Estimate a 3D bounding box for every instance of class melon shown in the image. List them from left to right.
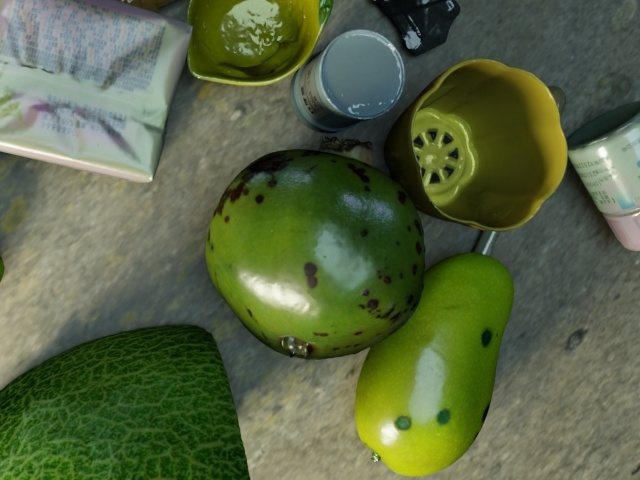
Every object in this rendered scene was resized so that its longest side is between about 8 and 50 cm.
[{"bbox_3d":[-0.257,0.264,0.846,0.344,0.226,0.331,-11,55,-14],"label":"melon"}]

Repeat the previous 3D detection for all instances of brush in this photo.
[{"bbox_3d":[0.253,-0.073,1.051,0.042,0.039,0.299,27,88,-10],"label":"brush"}]

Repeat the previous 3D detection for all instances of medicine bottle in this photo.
[{"bbox_3d":[0.420,-0.086,1.041,0.135,0.135,0.168,-34,100,-11],"label":"medicine bottle"}]

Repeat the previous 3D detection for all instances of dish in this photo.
[{"bbox_3d":[-0.076,-0.257,0.933,0.208,0.080,0.148,-40,97,-9],"label":"dish"}]

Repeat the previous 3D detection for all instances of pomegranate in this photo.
[{"bbox_3d":[0.000,0.000,0.887,0.254,0.254,0.270,14,77,-15],"label":"pomegranate"}]

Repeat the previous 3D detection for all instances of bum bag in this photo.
[{"bbox_3d":[0.099,-0.331,0.995,0.087,0.049,0.197,-36,101,14],"label":"bum bag"}]

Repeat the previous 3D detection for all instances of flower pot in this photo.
[{"bbox_3d":[0.166,-0.105,0.948,0.195,0.179,0.195,0,90,-15],"label":"flower pot"}]

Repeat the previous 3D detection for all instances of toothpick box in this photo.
[{"bbox_3d":[0.027,-0.183,0.923,0.101,0.153,0.101,0,91,-15],"label":"toothpick box"}]

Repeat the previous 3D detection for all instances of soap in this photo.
[{"bbox_3d":[-0.261,-0.169,0.857,0.200,0.138,0.182,13,90,-15],"label":"soap"}]

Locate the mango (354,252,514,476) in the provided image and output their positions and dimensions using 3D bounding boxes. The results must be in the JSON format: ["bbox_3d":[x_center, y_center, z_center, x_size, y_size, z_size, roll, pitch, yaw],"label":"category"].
[{"bbox_3d":[0.146,0.147,0.969,0.175,0.143,0.293,31,81,-29],"label":"mango"}]

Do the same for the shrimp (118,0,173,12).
[{"bbox_3d":[-0.192,-0.319,0.911,0.217,0.051,0.115,-10,117,-14],"label":"shrimp"}]

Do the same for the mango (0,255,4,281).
[{"bbox_3d":[-0.431,0.017,0.843,0.163,0.089,0.117,44,81,-12],"label":"mango"}]
